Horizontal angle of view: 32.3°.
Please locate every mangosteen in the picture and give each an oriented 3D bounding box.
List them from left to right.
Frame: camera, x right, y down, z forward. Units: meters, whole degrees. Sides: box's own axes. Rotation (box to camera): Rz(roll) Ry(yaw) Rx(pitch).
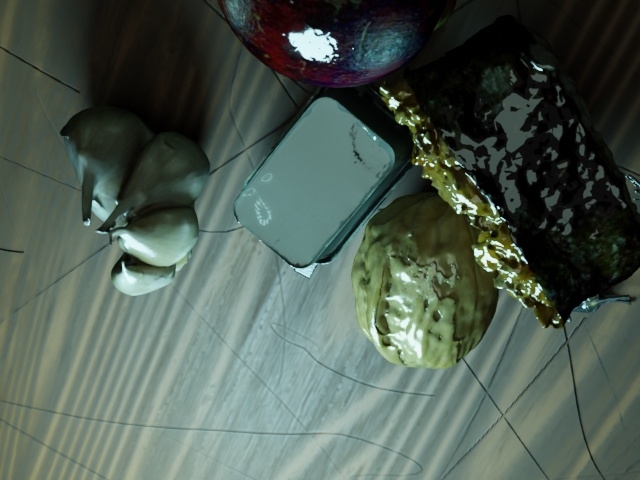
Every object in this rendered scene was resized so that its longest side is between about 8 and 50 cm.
[{"bbox_3d":[0.051,-0.317,1.222,0.359,0.306,0.306,7,117,-12],"label":"mangosteen"}]

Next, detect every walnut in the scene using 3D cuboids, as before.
[{"bbox_3d":[0.134,0.052,1.417,0.198,0.198,0.245,6,112,13],"label":"walnut"}]

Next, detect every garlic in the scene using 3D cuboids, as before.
[{"bbox_3d":[-0.253,-0.050,1.454,0.210,0.292,0.238,15,77,2],"label":"garlic"}]

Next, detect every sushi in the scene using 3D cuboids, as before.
[{"bbox_3d":[0.234,-0.082,1.283,0.207,0.234,0.349,-31,97,8],"label":"sushi"}]

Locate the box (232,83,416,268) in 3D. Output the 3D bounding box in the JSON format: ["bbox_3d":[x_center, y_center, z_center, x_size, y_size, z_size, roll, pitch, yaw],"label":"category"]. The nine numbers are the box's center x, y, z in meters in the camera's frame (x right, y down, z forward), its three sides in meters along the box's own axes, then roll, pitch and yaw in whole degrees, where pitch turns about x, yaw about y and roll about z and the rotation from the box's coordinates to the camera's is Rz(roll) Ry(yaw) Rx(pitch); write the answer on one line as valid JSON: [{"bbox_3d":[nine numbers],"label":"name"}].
[{"bbox_3d":[0.003,-0.081,1.395,0.163,0.135,0.243,41,105,1],"label":"box"}]

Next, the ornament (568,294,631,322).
[{"bbox_3d":[0.341,0.069,1.455,0.125,0.028,0.073,-13,110,19],"label":"ornament"}]

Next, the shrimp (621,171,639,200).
[{"bbox_3d":[0.461,-0.009,1.364,0.233,0.079,0.090,42,113,0],"label":"shrimp"}]

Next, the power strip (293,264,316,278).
[{"bbox_3d":[0.000,0.000,1.512,0.029,0.038,0.111,28,118,0],"label":"power strip"}]
